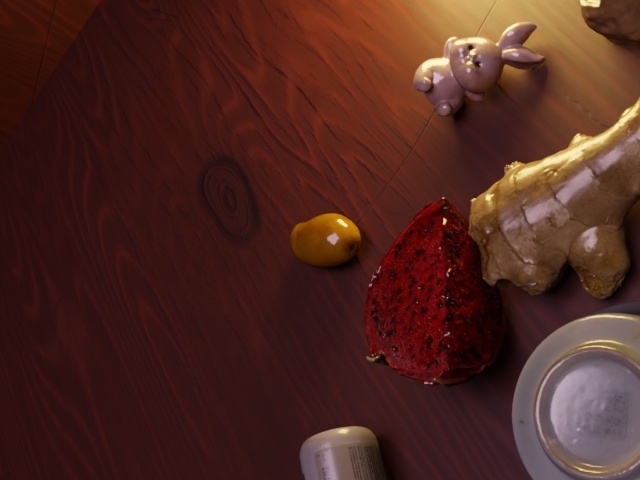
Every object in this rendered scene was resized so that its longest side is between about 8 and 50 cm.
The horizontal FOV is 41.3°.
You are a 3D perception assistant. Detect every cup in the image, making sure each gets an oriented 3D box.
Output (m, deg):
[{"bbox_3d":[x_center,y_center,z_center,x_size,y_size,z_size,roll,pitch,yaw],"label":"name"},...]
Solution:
[{"bbox_3d":[0.392,0.233,1.117,0.347,0.163,0.347,-17,64,38],"label":"cup"}]

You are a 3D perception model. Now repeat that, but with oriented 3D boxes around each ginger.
[{"bbox_3d":[0.382,-0.051,1.222,0.375,0.166,0.236,-39,46,46],"label":"ginger"}]

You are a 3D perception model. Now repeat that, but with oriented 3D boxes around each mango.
[{"bbox_3d":[0.000,0.000,1.606,0.184,0.084,0.102,1,75,48],"label":"mango"}]

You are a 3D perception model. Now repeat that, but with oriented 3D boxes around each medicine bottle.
[{"bbox_3d":[0.047,0.424,1.374,0.135,0.135,0.215,-31,57,30],"label":"medicine bottle"}]

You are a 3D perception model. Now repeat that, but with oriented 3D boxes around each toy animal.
[{"bbox_3d":[0.267,-0.306,1.454,0.212,0.124,0.124,-29,57,36],"label":"toy animal"}]

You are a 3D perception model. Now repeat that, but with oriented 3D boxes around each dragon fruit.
[{"bbox_3d":[0.184,0.120,1.364,0.205,0.152,0.317,-31,44,42],"label":"dragon fruit"}]

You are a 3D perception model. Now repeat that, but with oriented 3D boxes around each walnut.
[{"bbox_3d":[0.501,-0.422,1.273,0.204,0.141,0.238,18,90,39],"label":"walnut"}]

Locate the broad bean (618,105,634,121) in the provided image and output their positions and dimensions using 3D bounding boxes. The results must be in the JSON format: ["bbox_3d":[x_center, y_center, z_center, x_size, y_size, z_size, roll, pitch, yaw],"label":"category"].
[{"bbox_3d":[0.480,-0.170,1.264,0.063,0.045,0.083,-53,41,5],"label":"broad bean"}]
